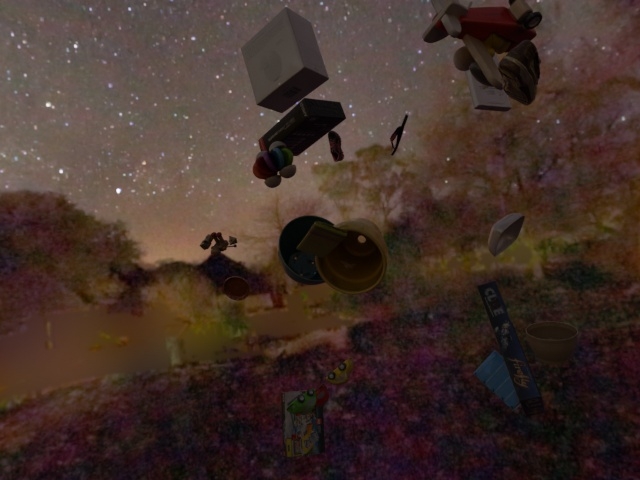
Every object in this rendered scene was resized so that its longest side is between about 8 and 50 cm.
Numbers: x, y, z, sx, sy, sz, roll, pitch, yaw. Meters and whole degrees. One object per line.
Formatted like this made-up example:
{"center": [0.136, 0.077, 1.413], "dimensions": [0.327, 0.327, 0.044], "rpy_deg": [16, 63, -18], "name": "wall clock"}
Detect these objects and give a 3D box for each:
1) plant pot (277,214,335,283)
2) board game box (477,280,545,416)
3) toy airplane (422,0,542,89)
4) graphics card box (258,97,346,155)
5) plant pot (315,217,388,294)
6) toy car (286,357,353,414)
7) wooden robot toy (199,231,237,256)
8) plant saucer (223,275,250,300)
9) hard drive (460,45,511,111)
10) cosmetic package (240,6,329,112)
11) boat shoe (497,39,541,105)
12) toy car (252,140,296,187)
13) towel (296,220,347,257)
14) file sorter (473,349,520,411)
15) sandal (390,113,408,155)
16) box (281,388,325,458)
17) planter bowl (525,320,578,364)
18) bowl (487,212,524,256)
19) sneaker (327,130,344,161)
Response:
{"center": [-0.050, 0.067, 1.845], "dimensions": [0.289, 0.291, 0.195], "rpy_deg": [-7, -23, -20], "name": "plant pot"}
{"center": [0.402, 0.228, 0.932], "dimensions": [0.042, 0.244, 0.165], "rpy_deg": [-21, -37, 17], "name": "board game box"}
{"center": [0.524, -0.706, 1.535], "dimensions": [0.384, 0.386, 0.272], "rpy_deg": [31, -28, 7], "name": "toy airplane"}
{"center": [-0.090, -0.507, 2.020], "dimensions": [0.232, 0.094, 0.370], "rpy_deg": [-11, -11, -44], "name": "graphics card box"}
{"center": [0.130, 0.031, 1.610], "dimensions": [0.253, 0.254, 0.239], "rpy_deg": [-11, 19, 20], "name": "plant pot"}
{"center": [-0.009, 0.459, 1.303], "dimensions": [0.224, 0.053, 0.239], "rpy_deg": [-15, -32, -51], "name": "toy car"}
{"center": [-0.380, 0.021, 1.586], "dimensions": [0.173, 0.079, 0.076], "rpy_deg": [0, -43, 30], "name": "wooden robot toy"}
{"center": [-0.257, 0.146, 1.356], "dimensions": [0.083, 0.084, 0.013], "rpy_deg": [-9, 22, 8], "name": "plant saucer"}
{"center": [0.767, -0.751, 2.052], "dimensions": [0.202, 0.308, 0.040], "rpy_deg": [-3, -15, -23], "name": "hard drive"}
{"center": [-0.121, -0.587, 1.462], "dimensions": [0.224, 0.225, 0.138], "rpy_deg": [-24, -13, 35], "name": "cosmetic package"}
{"center": [0.533, -0.430, 1.139], "dimensions": [0.095, 0.095, 0.257], "rpy_deg": [-55, -22, 15], "name": "boat shoe"}
{"center": [-0.199, -0.314, 1.801], "dimensions": [0.181, 0.159, 0.136], "rpy_deg": [-28, -11, 24], "name": "toy car"}
{"center": [0.000, 0.000, 1.370], "dimensions": [0.102, 0.021, 0.237], "rpy_deg": [21, -23, -9], "name": "towel"}
{"center": [0.638, 0.486, 1.533], "dimensions": [0.118, 0.170, 0.104], "rpy_deg": [-49, -22, 5], "name": "file sorter"}
{"center": [0.300, -0.418, 1.736], "dimensions": [0.040, 0.067, 0.179], "rpy_deg": [16, -45, 3], "name": "sandal"}
{"center": [-0.068, 0.703, 1.705], "dimensions": [0.159, 0.233, 0.044], "rpy_deg": [4, -16, -24], "name": "box"}
{"center": [0.805, 0.362, 1.533], "dimensions": [0.161, 0.109, 0.162], "rpy_deg": [-9, 10, 2], "name": "planter bowl"}
{"center": [0.646, -0.027, 1.556], "dimensions": [0.141, 0.053, 0.142], "rpy_deg": [-31, -40, -22], "name": "bowl"}
{"center": [0.052, -0.346, 1.633], "dimensions": [0.047, 0.120, 0.057], "rpy_deg": [-7, 23, 33], "name": "sneaker"}
